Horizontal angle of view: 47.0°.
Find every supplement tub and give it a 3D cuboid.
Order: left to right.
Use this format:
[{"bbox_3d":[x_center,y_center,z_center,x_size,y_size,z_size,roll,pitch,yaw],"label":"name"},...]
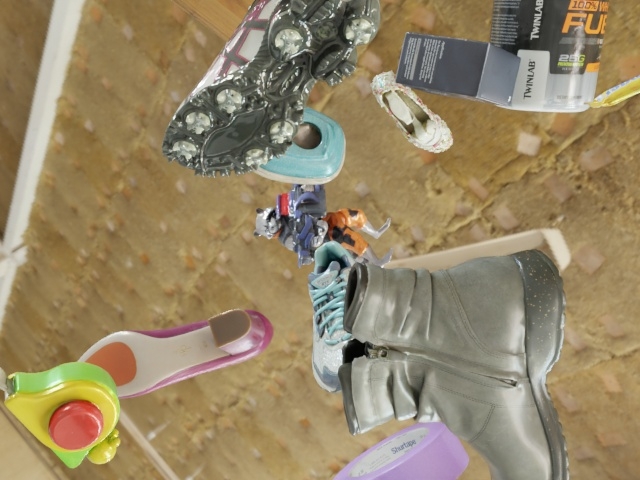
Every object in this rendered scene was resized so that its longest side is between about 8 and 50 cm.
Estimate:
[{"bbox_3d":[0.423,-0.418,1.368,0.207,0.207,0.337,16,-67,37],"label":"supplement tub"}]

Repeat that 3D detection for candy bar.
[{"bbox_3d":[0.385,-0.189,0.848,0.162,0.040,0.018,-26,-79,9],"label":"candy bar"}]

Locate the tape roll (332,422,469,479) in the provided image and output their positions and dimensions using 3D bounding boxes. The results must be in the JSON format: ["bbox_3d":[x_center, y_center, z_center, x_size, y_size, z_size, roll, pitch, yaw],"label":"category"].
[{"bbox_3d":[0.160,0.468,1.495,0.275,0.275,0.090,-34,-97,52],"label":"tape roll"}]

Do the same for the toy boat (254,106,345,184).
[{"bbox_3d":[-0.067,-0.282,1.603,0.268,0.318,0.148,9,-21,-13],"label":"toy boat"}]

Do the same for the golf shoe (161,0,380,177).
[{"bbox_3d":[-0.050,-0.164,0.704,0.105,0.120,0.273,30,-52,-32],"label":"golf shoe"}]

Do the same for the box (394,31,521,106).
[{"bbox_3d":[0.241,-0.296,1.279,0.158,0.156,0.093,19,-77,32],"label":"box"}]

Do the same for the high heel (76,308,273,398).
[{"bbox_3d":[-0.274,0.225,1.401,0.181,0.378,0.127,52,24,-70],"label":"high heel"}]

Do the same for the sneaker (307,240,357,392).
[{"bbox_3d":[0.019,0.105,1.088,0.110,0.283,0.122,-21,-60,10],"label":"sneaker"}]

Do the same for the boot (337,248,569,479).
[{"bbox_3d":[0.093,0.125,0.552,0.083,0.161,0.246,-122,-154,-75],"label":"boot"}]

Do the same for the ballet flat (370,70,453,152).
[{"bbox_3d":[0.193,-0.255,1.554,0.241,0.077,0.091,39,-62,-24],"label":"ballet flat"}]

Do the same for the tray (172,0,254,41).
[{"bbox_3d":[-0.178,-0.508,1.417,0.411,0.076,0.202,37,-53,0],"label":"tray"}]

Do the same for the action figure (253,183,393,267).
[{"bbox_3d":[0.000,0.000,1.733,0.330,0.341,0.178,14,-52,-3],"label":"action figure"}]

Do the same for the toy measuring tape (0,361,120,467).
[{"bbox_3d":[-0.356,0.176,0.961,0.121,0.121,0.330,5,-46,44],"label":"toy measuring tape"}]
